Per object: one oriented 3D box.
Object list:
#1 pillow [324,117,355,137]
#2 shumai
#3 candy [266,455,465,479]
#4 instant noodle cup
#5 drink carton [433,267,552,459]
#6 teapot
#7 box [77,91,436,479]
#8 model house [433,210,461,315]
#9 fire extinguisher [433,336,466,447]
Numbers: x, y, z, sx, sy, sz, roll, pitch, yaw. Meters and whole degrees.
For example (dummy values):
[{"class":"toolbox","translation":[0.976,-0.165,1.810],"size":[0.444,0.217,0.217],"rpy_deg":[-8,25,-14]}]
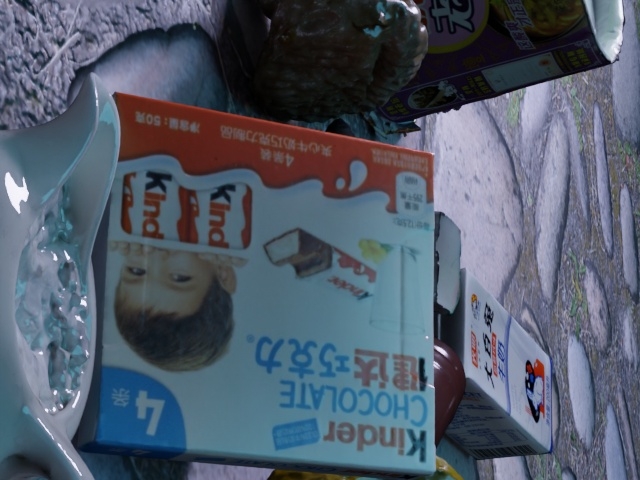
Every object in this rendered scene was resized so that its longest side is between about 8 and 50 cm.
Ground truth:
[{"class":"pillow","translation":[0.000,0.000,1.383],"size":[0.250,0.106,0.186],"rpy_deg":[-41,123,-65]},{"class":"shumai","translation":[0.002,-0.211,1.397],"size":[0.206,0.166,0.175],"rpy_deg":[114,-37,-73]},{"class":"candy","translation":[0.036,0.291,1.281],"size":[0.260,0.118,0.259],"rpy_deg":[-3,95,-38]},{"class":"instant noodle cup","translation":[0.178,-0.291,1.683],"size":[0.340,0.266,0.339],"rpy_deg":[-6,90,-68]},{"class":"drink carton","translation":[0.171,0.149,1.757],"size":[0.315,0.107,0.130],"rpy_deg":[42,45,-56]},{"class":"teapot","translation":[-0.181,0.058,0.862],"size":[0.208,0.166,0.299],"rpy_deg":[88,-8,-71]},{"class":"box","translation":[-0.040,0.038,1.152],"size":[0.273,0.048,0.265],"rpy_deg":[8,72,-25]},{"class":"model house","translation":[0.088,0.028,1.597],"size":[0.088,0.100,0.100],"rpy_deg":[38,52,-63]},{"class":"fire extinguisher","translation":[0.046,0.217,1.458],"size":[0.344,0.102,0.138],"rpy_deg":[-50,161,-60]}]
